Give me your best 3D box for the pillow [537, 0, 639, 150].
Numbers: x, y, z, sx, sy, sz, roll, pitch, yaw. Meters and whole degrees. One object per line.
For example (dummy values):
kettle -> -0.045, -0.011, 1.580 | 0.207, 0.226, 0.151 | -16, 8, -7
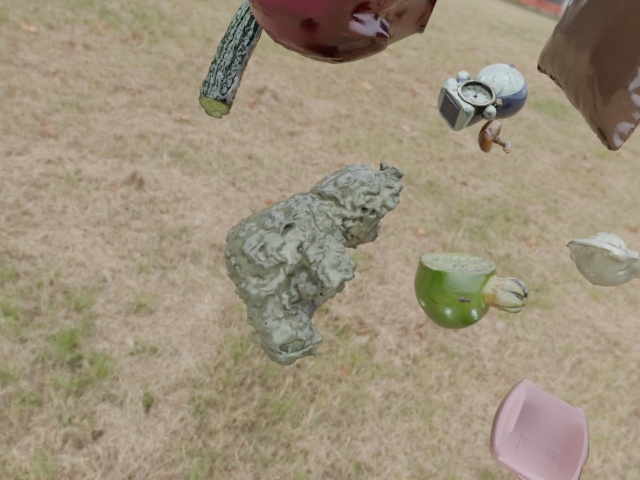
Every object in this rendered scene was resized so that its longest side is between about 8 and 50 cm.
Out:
pillow -> 0.443, -0.317, 0.828 | 0.109, 0.307, 0.305 | 18, 34, -15

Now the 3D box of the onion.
onion -> -0.010, -0.464, 0.846 | 0.420, 0.398, 0.398 | 25, 28, 16

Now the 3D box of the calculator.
calculator -> 0.513, 0.450, 1.387 | 0.220, 0.048, 0.330 | 28, 36, 16

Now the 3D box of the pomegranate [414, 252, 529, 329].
pomegranate -> 0.334, 0.120, 1.360 | 0.241, 0.159, 0.190 | 1, 13, 6

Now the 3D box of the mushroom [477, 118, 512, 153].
mushroom -> 0.440, -0.259, 1.520 | 0.073, 0.088, 0.129 | 19, 22, -20

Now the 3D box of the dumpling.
dumpling -> 0.692, 0.044, 1.433 | 0.199, 0.136, 0.118 | 27, 63, -22

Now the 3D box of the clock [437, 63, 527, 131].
clock -> 0.446, -0.396, 1.633 | 0.243, 0.146, 0.199 | -20, 55, -20

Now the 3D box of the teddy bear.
teddy bear -> 0.000, 0.000, 1.088 | 0.368, 0.224, 0.357 | -29, 28, -3

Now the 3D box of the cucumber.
cucumber -> -0.174, -0.378, 1.212 | 0.077, 0.265, 0.077 | 23, 3, -1
